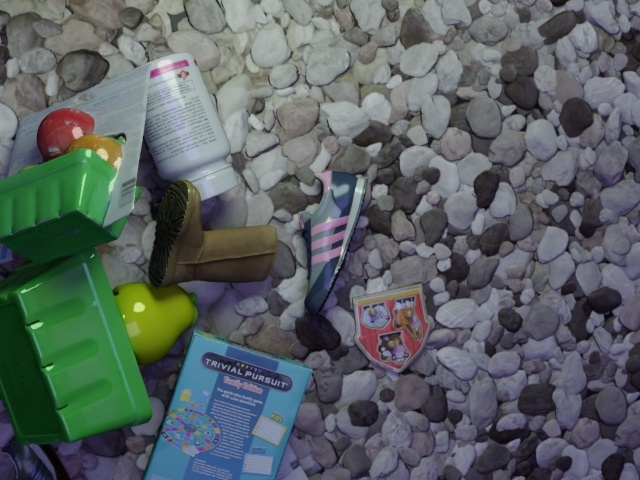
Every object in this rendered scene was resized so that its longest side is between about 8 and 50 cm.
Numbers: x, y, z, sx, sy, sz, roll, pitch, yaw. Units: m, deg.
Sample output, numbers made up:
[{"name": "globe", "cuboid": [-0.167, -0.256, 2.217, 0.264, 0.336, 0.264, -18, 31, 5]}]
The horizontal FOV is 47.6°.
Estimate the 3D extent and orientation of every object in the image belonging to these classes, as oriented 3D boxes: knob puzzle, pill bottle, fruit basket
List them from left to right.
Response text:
[{"name": "fruit basket", "cuboid": [-0.448, -0.138, 1.327, 0.327, 0.353, 0.165, -17, 139, 19]}, {"name": "fruit basket", "cuboid": [-0.439, 0.188, 1.439, 0.392, 0.282, 0.392, 24, 60, -50]}, {"name": "pill bottle", "cuboid": [-0.278, -0.218, 1.466, 0.160, 0.160, 0.283, -23, 98, -11]}, {"name": "knob puzzle", "cuboid": [0.170, 0.211, 1.668, 0.213, 0.030, 0.213, -1, 94, -14]}]

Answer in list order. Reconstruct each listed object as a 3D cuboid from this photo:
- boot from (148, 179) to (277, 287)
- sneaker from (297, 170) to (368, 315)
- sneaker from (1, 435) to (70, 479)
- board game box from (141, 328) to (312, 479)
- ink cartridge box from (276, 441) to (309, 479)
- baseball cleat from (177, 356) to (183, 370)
[{"name": "boot", "cuboid": [-0.199, -0.014, 1.455, 0.269, 0.089, 0.236, -3, 126, -43]}, {"name": "sneaker", "cuboid": [0.000, 0.000, 1.588, 0.131, 0.112, 0.319, 19, 86, 3]}, {"name": "sneaker", "cuboid": [-0.580, 0.480, 1.487, 0.086, 0.064, 0.192, -26, 99, -3]}, {"name": "board game box", "cuboid": [-0.192, 0.380, 1.474, 0.253, 0.079, 0.336, 20, 87, -10]}, {"name": "ink cartridge box", "cuboid": [-0.116, 0.519, 1.582, 0.160, 0.092, 0.219, -27, 98, -9]}, {"name": "baseball cleat", "cuboid": [-0.206, 0.308, 1.561, 0.205, 0.072, 0.110, 6, 98, -10]}]
